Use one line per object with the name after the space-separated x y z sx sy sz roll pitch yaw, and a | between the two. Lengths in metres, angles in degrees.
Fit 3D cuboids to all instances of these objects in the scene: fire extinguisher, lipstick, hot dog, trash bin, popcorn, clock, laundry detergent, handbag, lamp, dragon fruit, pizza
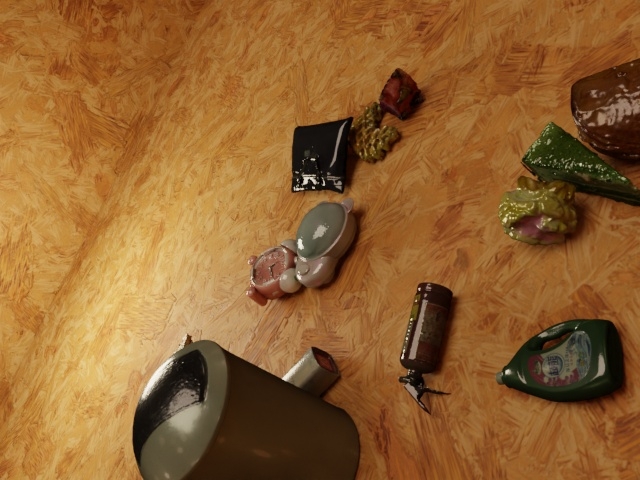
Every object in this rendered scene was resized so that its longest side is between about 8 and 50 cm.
0.210 0.209 1.299 0.106 0.075 0.252 -7 59 49 | fire extinguisher
-0.068 0.362 1.534 0.253 0.077 0.079 -48 35 15 | lipstick
0.580 -0.245 1.138 0.272 0.122 0.196 -14 53 29 | hot dog
-0.155 0.382 1.314 0.280 0.432 0.280 -32 41 34 | trash bin
0.399 -0.055 1.221 0.145 0.125 0.126 174 111 -72 | popcorn
-0.112 0.088 1.801 0.162 0.093 0.166 -26 43 26 | clock
0.385 0.202 1.096 0.211 0.063 0.137 -23 46 44 | laundry detergent
-0.001 -0.234 1.878 0.254 0.088 0.211 4 86 52 | handbag
-0.002 0.000 1.703 0.179 0.108 0.246 -5 61 55 | lamp
0.210 -0.370 1.728 0.102 0.096 0.147 -55 -9 -1 | dragon fruit
-0.416 0.378 1.986 0.193 0.053 0.201 -65 23 -7 | pizza

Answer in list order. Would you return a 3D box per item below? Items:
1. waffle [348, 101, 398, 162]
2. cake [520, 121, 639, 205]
0.141 -0.294 1.795 0.149 0.051 0.194 -53 34 11 | waffle
0.489 -0.138 1.184 0.099 0.100 0.235 -60 33 -1 | cake
